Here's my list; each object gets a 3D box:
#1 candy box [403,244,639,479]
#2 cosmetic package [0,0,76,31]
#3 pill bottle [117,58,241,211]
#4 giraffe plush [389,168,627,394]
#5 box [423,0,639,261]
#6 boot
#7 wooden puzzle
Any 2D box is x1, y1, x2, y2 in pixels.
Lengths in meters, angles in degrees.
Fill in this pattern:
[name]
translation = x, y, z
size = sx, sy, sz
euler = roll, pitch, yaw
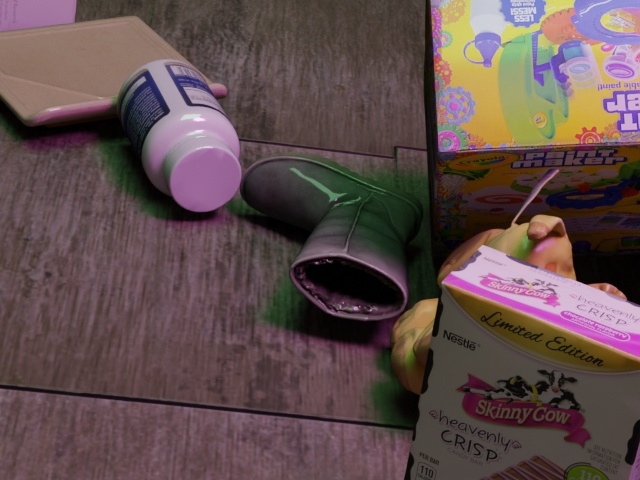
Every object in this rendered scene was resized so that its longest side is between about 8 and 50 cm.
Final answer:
[candy box]
translation = 0.147, 0.140, 1.298
size = 0.159, 0.233, 0.071
euler = 21, 31, 22
[cosmetic package]
translation = -0.392, -0.280, 2.064
size = 0.231, 0.085, 0.117
euler = -7, 33, -24
[pill bottle]
translation = -0.131, -0.097, 1.793
size = 0.094, 0.094, 0.169
euler = -2, 31, -19
[giraffe plush]
translation = 0.181, 0.075, 1.523
size = 0.170, 0.210, 0.181
euler = 41, 8, -8
[box]
translation = 0.238, -0.110, 1.638
size = 0.290, 0.279, 0.177
euler = -2, 71, 1
[boot]
translation = -0.001, -0.002, 1.670
size = 0.190, 0.076, 0.208
euler = 11, 28, 9
[wooden puzzle]
translation = -0.245, -0.172, 1.959
size = 0.221, 0.044, 0.239
euler = -11, 30, -31
